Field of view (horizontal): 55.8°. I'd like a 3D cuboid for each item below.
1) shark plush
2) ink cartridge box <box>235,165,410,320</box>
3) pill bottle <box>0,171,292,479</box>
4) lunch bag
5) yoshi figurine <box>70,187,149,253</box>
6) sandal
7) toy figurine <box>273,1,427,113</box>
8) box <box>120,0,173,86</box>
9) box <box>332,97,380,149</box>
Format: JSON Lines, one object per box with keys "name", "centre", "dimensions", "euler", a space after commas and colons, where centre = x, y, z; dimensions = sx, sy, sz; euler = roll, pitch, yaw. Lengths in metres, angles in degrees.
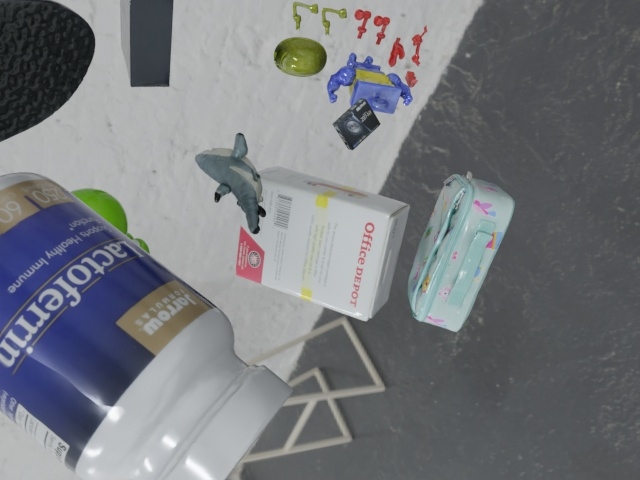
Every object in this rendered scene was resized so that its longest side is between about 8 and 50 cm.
{"name": "shark plush", "centre": [-0.112, -0.064, 0.796], "dimensions": [0.073, 0.067, 0.161], "euler": [101, 147, -61]}
{"name": "ink cartridge box", "centre": [0.000, 0.000, 1.515], "dimensions": [0.385, 0.160, 0.279], "euler": [18, 111, 21]}
{"name": "pill bottle", "centre": [-0.162, 0.081, 0.454], "dimensions": [0.265, 0.153, 0.153], "euler": [37, 133, 6]}
{"name": "lunch bag", "centre": [0.249, 0.014, 1.114], "dimensions": [0.224, 0.108, 0.279], "euler": [-67, -5, -74]}
{"name": "yoshi figurine", "centre": [-0.397, 0.038, 0.828], "dimensions": [0.203, 0.362, 0.203], "euler": [50, 133, 4]}
{"name": "sandal", "centre": [-0.487, -0.164, 0.735], "dimensions": [0.107, 0.446, 0.167], "euler": [45, 167, 29]}
{"name": "toy figurine", "centre": [0.095, -0.381, 1.364], "dimensions": [0.191, 0.363, 0.217], "euler": [115, 151, -41]}
{"name": "box", "centre": [-0.418, -0.528, 1.446], "dimensions": [0.261, 0.103, 0.184], "euler": [109, 150, -46]}
{"name": "box", "centre": [0.072, -0.232, 1.204], "dimensions": [0.067, 0.083, 0.018], "euler": [54, 166, -32]}
